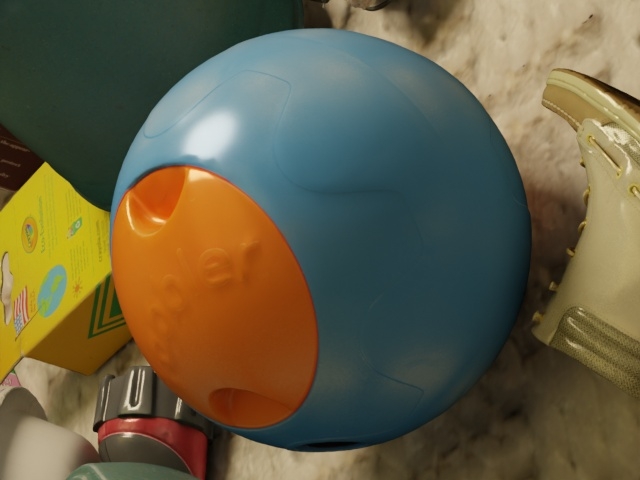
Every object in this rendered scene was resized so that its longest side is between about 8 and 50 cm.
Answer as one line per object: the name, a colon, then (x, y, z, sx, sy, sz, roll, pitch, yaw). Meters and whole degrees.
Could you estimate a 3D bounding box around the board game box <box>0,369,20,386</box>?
board game box: (-0.428, 0.105, 1.847, 0.064, 0.242, 0.316, -56, 37, 17)

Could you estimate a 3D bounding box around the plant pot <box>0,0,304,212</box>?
plant pot: (-0.195, -0.199, 1.537, 0.271, 0.255, 0.272, -20, 53, 29)

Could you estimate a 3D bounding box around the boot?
boot: (0.184, -0.009, 1.204, 0.213, 0.077, 0.165, 44, 112, 50)

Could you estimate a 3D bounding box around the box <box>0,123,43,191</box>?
box: (-0.343, -0.190, 1.938, 0.203, 0.167, 0.168, -43, 43, 34)

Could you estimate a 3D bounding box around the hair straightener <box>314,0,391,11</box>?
hair straightener: (0.030, -0.233, 1.564, 0.230, 0.047, 0.089, 31, 100, 51)

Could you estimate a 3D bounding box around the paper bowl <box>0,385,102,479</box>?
paper bowl: (-0.259, 0.263, 1.544, 0.148, 0.284, 0.284, -3, 64, 6)

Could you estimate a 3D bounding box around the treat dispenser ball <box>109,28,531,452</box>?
treat dispenser ball: (0.000, 0.000, 1.265, 0.288, 0.288, 0.288, -29, 52, 44)

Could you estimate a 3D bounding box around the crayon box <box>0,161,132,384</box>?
crayon box: (-0.195, -0.017, 1.725, 0.318, 0.081, 0.202, -41, 44, 35)

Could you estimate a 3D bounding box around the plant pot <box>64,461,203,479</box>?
plant pot: (-0.105, 0.292, 1.234, 0.247, 0.252, 0.248, -48, 35, -5)

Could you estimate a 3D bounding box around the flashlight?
flashlight: (-0.146, 0.257, 1.494, 0.103, 0.103, 0.304, 0, 62, 11)

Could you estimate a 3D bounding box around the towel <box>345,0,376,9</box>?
towel: (0.089, -0.329, 1.477, 0.282, 0.049, 0.187, -46, 39, 15)
